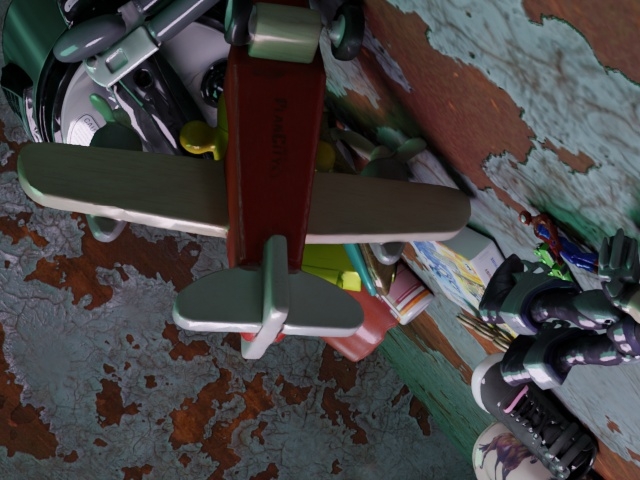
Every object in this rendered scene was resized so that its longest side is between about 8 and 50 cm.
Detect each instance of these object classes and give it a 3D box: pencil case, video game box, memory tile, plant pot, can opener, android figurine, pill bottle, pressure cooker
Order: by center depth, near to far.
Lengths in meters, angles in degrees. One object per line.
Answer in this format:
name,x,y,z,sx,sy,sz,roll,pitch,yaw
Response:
can opener,-0.208,-0.289,0.978,0.074,0.280,0.093,59,-162,-3
video game box,0.206,0.045,1.091,0.187,0.048,0.205,50,174,-29
memory tile,0.266,0.145,1.119,0.148,0.012,0.113,23,-172,-43
pressure cooker,-0.300,-0.262,1.268,0.370,0.375,0.420,5,-149,-39
android figurine,0.000,0.000,1.297,0.273,0.248,0.056,11,131,11
pencil case,0.466,0.510,1.457,0.410,0.160,0.183,40,159,54
pill bottle,0.144,0.085,1.533,0.152,0.086,0.086,48,173,13
plant pot,0.040,0.102,1.674,0.265,0.272,0.272,42,173,-2

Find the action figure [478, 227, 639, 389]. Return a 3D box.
action figure,0.259,0.072,0.659,0.185,0.099,0.285,55,155,-17

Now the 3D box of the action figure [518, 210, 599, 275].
action figure,0.239,0.007,0.762,0.115,0.030,0.038,48,178,31

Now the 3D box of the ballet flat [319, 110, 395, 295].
ballet flat,0.049,-0.074,1.085,0.342,0.124,0.116,58,169,40

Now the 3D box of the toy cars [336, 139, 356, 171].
toy cars,-0.040,-0.163,1.321,0.394,0.087,0.176,44,131,38

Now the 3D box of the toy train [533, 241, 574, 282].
toy train,0.257,0.035,0.834,0.083,0.017,0.024,52,162,-21

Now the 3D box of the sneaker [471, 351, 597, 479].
sneaker,0.357,0.291,1.256,0.295,0.104,0.147,47,174,-37

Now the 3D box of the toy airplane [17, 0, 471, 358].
toy airplane,-0.067,-0.058,0.868,0.386,0.384,0.272,49,163,-7
